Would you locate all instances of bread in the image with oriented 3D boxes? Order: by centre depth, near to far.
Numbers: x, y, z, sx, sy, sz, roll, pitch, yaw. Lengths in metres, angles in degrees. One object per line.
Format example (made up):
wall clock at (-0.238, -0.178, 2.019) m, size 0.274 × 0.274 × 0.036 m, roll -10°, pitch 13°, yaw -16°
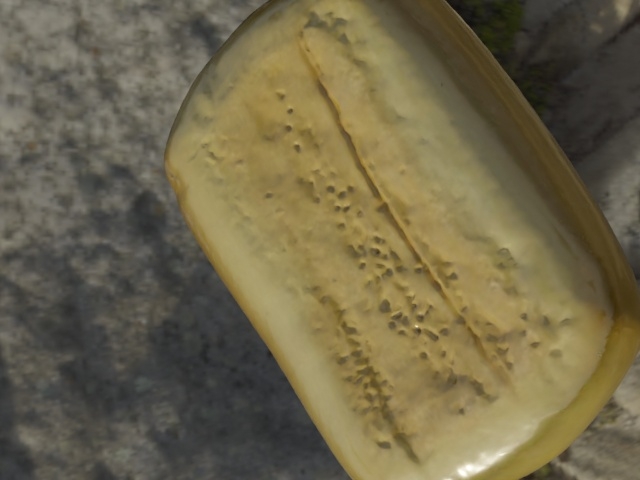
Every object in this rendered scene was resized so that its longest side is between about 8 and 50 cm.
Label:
bread at (0.035, -0.004, 0.516) m, size 0.147 × 0.098 × 0.217 m, roll -39°, pitch 70°, yaw 26°
